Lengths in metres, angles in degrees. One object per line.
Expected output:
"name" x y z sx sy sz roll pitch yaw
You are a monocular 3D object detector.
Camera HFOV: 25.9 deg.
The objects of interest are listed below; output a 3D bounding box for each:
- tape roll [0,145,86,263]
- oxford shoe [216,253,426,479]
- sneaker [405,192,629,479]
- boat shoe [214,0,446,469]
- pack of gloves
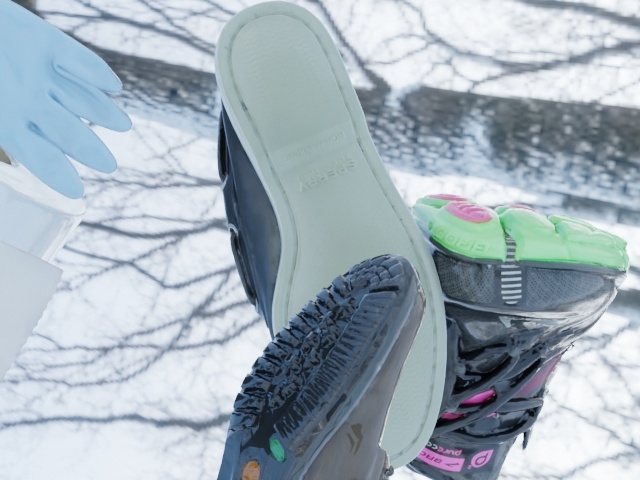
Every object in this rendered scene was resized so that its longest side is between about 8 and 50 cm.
"tape roll" -0.327 -0.064 1.096 0.286 0.286 0.100 32 -85 -42
"oxford shoe" 0.001 0.115 0.724 0.096 0.083 0.227 30 -94 -34
"sneaker" 0.143 0.102 1.173 0.483 0.185 0.202 84 -163 -70
"boat shoe" -0.004 0.001 1.018 0.127 0.113 0.340 -22 -90 -13
"pack of gloves" -0.230 -0.054 0.745 0.232 0.046 0.195 32 -96 -26
